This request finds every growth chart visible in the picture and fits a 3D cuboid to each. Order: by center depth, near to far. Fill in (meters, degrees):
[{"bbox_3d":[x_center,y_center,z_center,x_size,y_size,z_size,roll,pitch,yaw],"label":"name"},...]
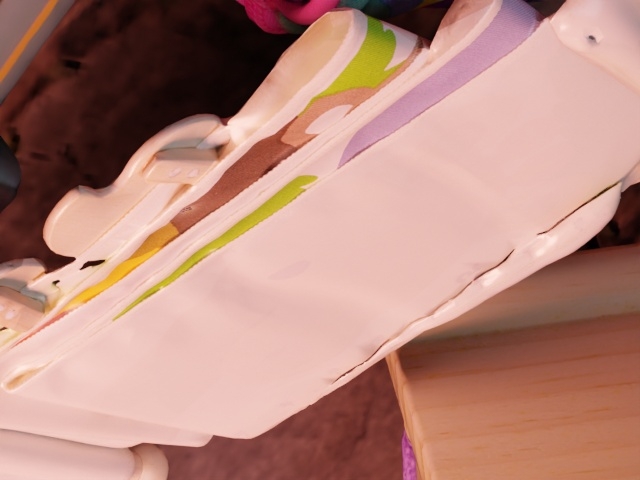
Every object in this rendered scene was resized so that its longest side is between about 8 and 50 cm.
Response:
[{"bbox_3d":[0.000,0.000,0.434,0.237,0.021,0.172,-31,154,11],"label":"growth chart"}]

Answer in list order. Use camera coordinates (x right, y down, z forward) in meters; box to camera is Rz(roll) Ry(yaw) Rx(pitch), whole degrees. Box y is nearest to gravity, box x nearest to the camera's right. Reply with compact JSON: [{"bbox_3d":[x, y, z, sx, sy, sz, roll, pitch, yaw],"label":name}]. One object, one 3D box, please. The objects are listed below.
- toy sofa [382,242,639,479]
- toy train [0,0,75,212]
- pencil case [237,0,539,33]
[{"bbox_3d":[0.102,0.161,0.622,0.150,0.177,0.362,-8,125,-4],"label":"toy sofa"},{"bbox_3d":[-0.099,-0.098,0.300,0.334,0.142,0.190,-55,143,6],"label":"toy train"},{"bbox_3d":[0.075,-0.104,0.449,0.236,0.104,0.104,-9,121,-31],"label":"pencil case"}]
